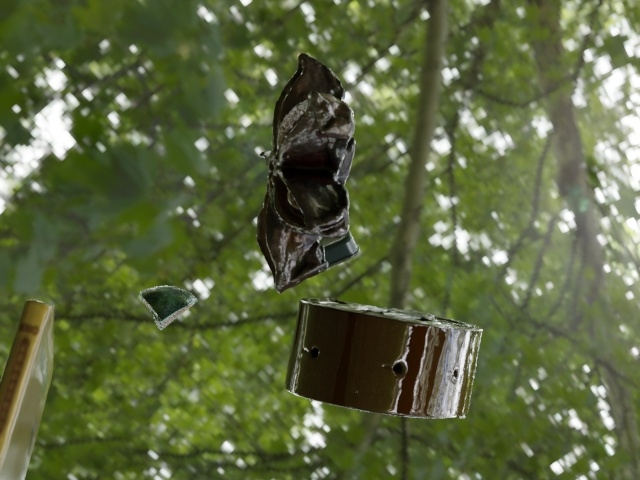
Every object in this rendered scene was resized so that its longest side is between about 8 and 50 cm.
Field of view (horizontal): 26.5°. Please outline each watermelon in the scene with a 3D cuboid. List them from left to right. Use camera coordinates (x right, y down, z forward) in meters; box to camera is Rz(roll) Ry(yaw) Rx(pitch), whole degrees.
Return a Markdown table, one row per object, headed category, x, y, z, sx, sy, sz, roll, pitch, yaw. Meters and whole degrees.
| category | x | y | z | sx | sy | sz | roll | pitch | yaw |
| --- | --- | --- | --- | --- | --- | --- | --- | --- | --- |
| watermelon | -0.212 | 0.098 | 1.905 | 0.085 | 0.085 | 0.061 | 40 | -58 | 46 |

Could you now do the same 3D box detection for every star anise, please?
| category | x | y | z | sx | sy | sz | roll | pitch | yaw |
| --- | --- | --- | --- | --- | --- | --- | --- | --- | --- |
| star anise | -0.008 | -0.075 | 1.462 | 0.099 | 0.220 | 0.214 | 4 | -141 | -21 |

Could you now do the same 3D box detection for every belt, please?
| category | x | y | z | sx | sy | sz | roll | pitch | yaw |
| --- | --- | --- | --- | --- | --- | --- | --- | --- | --- |
| belt | 0.077 | 0.143 | 1.637 | 0.217 | 0.338 | 0.122 | 9 | -90 | 19 |

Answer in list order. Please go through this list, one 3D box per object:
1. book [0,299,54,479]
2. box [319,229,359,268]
| category | x | y | z | sx | sy | sz | roll | pitch | yaw |
| --- | --- | --- | --- | --- | --- | --- | --- | --- | --- |
| book | -0.262 | 0.256 | 0.997 | 0.032 | 0.269 | 0.389 | 16 | -110 | -7 |
| box | 0.000 | 0.000 | 1.918 | 0.091 | 0.031 | 0.126 | -22 | -153 | 0 |
